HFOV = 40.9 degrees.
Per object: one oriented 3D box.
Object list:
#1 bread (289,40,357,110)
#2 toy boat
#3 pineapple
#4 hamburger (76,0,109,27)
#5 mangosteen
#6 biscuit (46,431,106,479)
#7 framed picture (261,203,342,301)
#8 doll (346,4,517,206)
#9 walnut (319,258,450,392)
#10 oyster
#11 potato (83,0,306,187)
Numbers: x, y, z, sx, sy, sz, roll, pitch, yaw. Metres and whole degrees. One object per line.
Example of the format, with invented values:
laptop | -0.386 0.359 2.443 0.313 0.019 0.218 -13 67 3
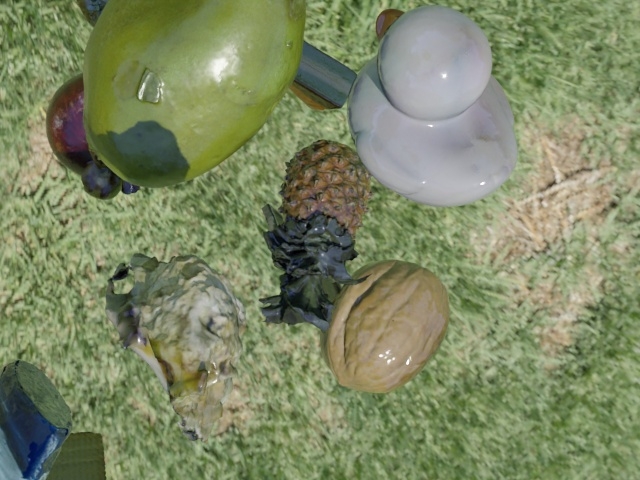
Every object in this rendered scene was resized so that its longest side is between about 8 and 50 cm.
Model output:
bread | -0.019 -0.279 1.380 0.139 0.084 0.074 42 69 -33
toy boat | -0.299 0.221 0.617 0.291 0.220 0.067 -48 116 -6
pineapple | 0.000 0.000 1.276 0.170 0.310 0.141 17 145 -6
hamburger | -0.255 -0.392 1.249 0.215 0.122 0.189 -4 97 -48
mangosteen | -0.389 -0.185 1.576 0.215 0.257 0.215 -17 156 -8
biscuit | -0.546 0.497 1.832 0.172 0.254 0.029 -3 115 -16
framed picture | -0.008 0.088 1.821 0.022 0.335 0.247 -38 131 12
doll | 0.143 -0.167 1.027 0.221 0.221 0.251 -33 85 -5
walnut | 0.114 0.156 1.544 0.261 0.225 0.225 -52 122 -14
oyster | -0.081 0.056 0.550 0.072 0.132 0.209 -23 160 -3
potato | -0.117 -0.166 0.768 0.186 0.148 0.253 31 91 11
